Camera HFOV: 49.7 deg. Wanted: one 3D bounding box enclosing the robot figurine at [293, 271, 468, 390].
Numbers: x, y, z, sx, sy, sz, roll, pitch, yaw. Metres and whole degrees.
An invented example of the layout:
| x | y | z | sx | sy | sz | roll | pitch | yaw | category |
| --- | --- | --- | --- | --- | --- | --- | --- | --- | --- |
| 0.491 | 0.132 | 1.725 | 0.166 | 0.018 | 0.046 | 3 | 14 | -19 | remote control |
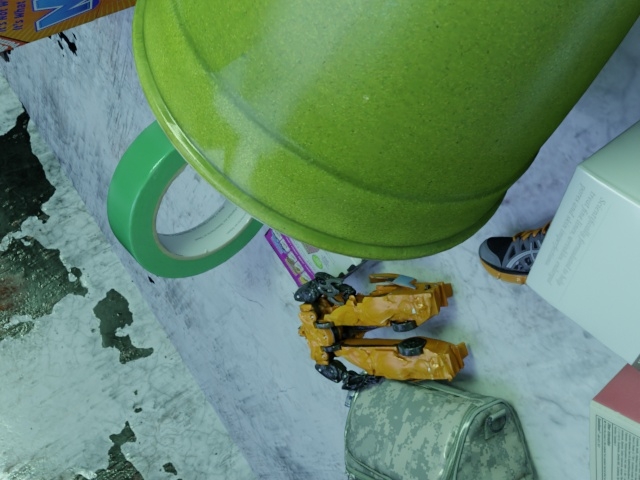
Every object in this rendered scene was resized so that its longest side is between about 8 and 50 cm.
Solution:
| x | y | z | sx | sy | sz | roll | pitch | yaw | category |
| --- | --- | --- | --- | --- | --- | --- | --- | --- | --- |
| 0.083 | 0.143 | 1.115 | 0.290 | 0.085 | 0.211 | -4 | 106 | 42 | robot figurine |

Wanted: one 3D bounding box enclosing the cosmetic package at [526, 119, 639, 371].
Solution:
| x | y | z | sx | sy | sz | roll | pitch | yaw | category |
| --- | --- | --- | --- | --- | --- | --- | --- | --- | --- |
| 0.306 | -0.008 | 0.589 | 0.151 | 0.183 | 0.151 | 42 | 147 | 29 | cosmetic package |

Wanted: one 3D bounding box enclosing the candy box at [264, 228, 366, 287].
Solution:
| x | y | z | sx | sy | sz | roll | pitch | yaw | category |
| --- | --- | --- | --- | --- | --- | --- | --- | --- | --- |
| 0.000 | 0.000 | 1.211 | 0.159 | 0.071 | 0.233 | 56 | 152 | 5 | candy box |

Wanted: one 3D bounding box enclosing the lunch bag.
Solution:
| x | y | z | sx | sy | sz | roll | pitch | yaw | category |
| --- | --- | --- | --- | --- | --- | --- | --- | --- | --- |
| 0.181 | 0.348 | 1.131 | 0.305 | 0.212 | 0.256 | 5 | 100 | 55 | lunch bag |

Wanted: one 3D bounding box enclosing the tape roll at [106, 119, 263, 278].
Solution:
| x | y | z | sx | sy | sz | roll | pitch | yaw | category |
| --- | --- | --- | --- | --- | --- | --- | --- | --- | --- |
| -0.207 | -0.084 | 1.199 | 0.077 | 0.321 | 0.321 | 41 | 147 | 30 | tape roll |

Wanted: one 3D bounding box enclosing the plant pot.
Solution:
| x | y | z | sx | sy | sz | roll | pitch | yaw | category |
| --- | --- | --- | --- | --- | --- | --- | --- | --- | --- |
| 0.085 | -0.227 | 0.478 | 0.367 | 0.366 | 0.353 | 53 | 144 | 10 | plant pot |

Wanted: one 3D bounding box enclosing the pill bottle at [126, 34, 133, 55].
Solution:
| x | y | z | sx | sy | sz | roll | pitch | yaw | category |
| --- | --- | --- | --- | --- | --- | --- | --- | --- | --- |
| -0.273 | -0.312 | 1.305 | 0.112 | 0.112 | 0.187 | -9 | 110 | 60 | pill bottle |

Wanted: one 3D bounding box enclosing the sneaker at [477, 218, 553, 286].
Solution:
| x | y | z | sx | sy | sz | roll | pitch | yaw | category |
| --- | --- | --- | --- | --- | --- | --- | --- | --- | --- |
| 0.271 | 0.010 | 0.789 | 0.214 | 0.084 | 0.083 | 8 | 111 | 51 | sneaker |

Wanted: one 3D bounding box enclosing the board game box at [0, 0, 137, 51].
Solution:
| x | y | z | sx | sy | sz | roll | pitch | yaw | category |
| --- | --- | --- | --- | --- | --- | --- | --- | --- | --- |
| -0.358 | -0.527 | 0.902 | 0.356 | 0.356 | 0.356 | 60 | 151 | -3 | board game box |

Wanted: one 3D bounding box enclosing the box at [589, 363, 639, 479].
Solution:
| x | y | z | sx | sy | sz | roll | pitch | yaw | category |
| --- | --- | --- | --- | --- | --- | --- | --- | --- | --- |
| 0.414 | 0.233 | 0.713 | 0.232 | 0.126 | 0.149 | 25 | 138 | 46 | box |
